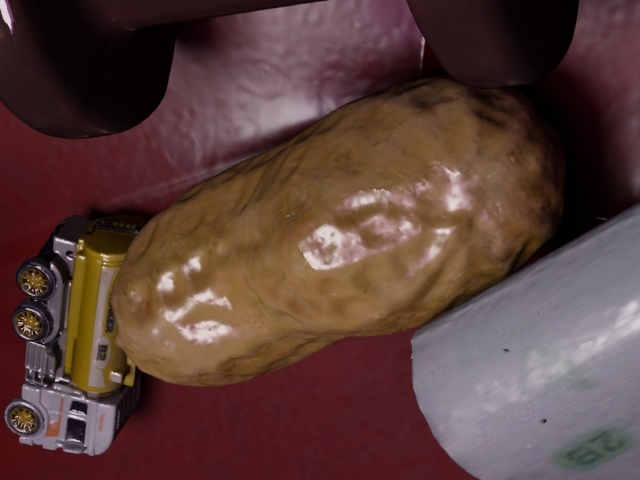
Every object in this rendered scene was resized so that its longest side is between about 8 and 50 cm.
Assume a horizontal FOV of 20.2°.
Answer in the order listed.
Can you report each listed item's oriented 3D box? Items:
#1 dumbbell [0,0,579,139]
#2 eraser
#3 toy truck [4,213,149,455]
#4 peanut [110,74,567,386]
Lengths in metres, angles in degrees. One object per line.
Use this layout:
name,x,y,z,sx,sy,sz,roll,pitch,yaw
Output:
dumbbell,-0.020,-0.116,0.684,0.225,0.140,0.124,-4,156,26
eraser,0.174,0.033,0.681,0.227,0.081,0.174,-33,133,32
toy truck,-0.111,0.044,0.860,0.063,0.052,0.123,15,119,10
peanut,0.000,0.000,0.755,0.226,0.108,0.095,-22,96,33
